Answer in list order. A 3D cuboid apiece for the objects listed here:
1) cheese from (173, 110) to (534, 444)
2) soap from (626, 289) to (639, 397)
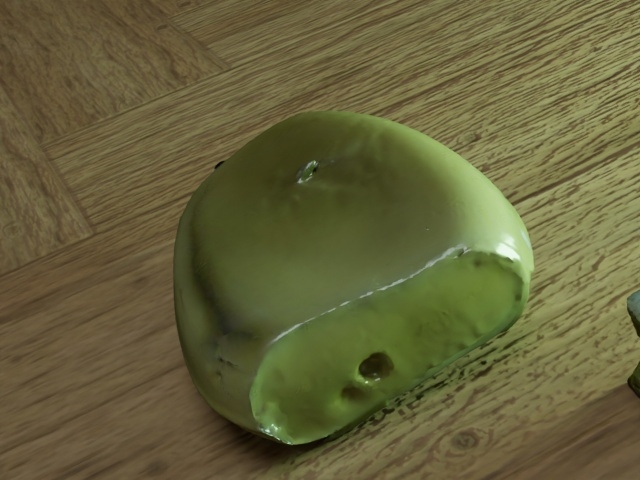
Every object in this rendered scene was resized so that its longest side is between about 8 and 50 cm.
[{"bbox_3d":[0.000,0.000,0.789,0.259,0.128,0.316,-23,32,-8],"label":"cheese"},{"bbox_3d":[0.285,0.096,0.578,0.135,0.076,0.233,-19,32,-6],"label":"soap"}]
